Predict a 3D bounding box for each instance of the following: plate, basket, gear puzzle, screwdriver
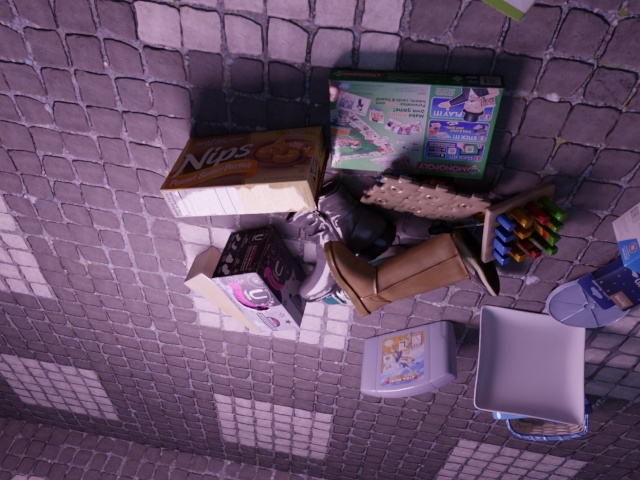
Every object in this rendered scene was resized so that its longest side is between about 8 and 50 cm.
[{"bbox_3d":[0.555,0.328,1.399,0.278,0.277,0.045,8,162,6],"label":"plate"},{"bbox_3d":[0.645,0.479,1.530,0.255,0.200,0.289,-10,172,23],"label":"basket"},{"bbox_3d":[0.270,-0.090,1.137,0.339,0.044,0.175,12,163,-11],"label":"gear puzzle"},{"bbox_3d":[0.315,-0.034,1.194,0.024,0.025,0.170,18,159,-36],"label":"screwdriver"}]

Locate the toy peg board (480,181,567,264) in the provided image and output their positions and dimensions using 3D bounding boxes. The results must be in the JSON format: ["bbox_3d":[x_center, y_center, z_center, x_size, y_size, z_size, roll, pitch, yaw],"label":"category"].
[{"bbox_3d":[0.438,-0.017,1.121,0.161,0.079,0.161,-22,136,-10],"label":"toy peg board"}]

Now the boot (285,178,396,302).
[{"bbox_3d":[0.000,0.000,1.291,0.223,0.118,0.338,35,122,-19],"label":"boot"}]

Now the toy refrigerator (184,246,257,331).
[{"bbox_3d":[-0.248,0.145,1.500,0.094,0.102,0.269,-27,126,35],"label":"toy refrigerator"}]

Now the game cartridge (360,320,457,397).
[{"bbox_3d":[0.251,0.354,1.533,0.297,0.198,0.062,-21,128,31],"label":"game cartridge"}]

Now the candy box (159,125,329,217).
[{"bbox_3d":[-0.152,-0.144,1.104,0.317,0.182,0.087,-2,135,16],"label":"candy box"}]

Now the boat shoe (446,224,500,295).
[{"bbox_3d":[0.363,0.055,1.277,0.074,0.080,0.223,-19,124,37],"label":"boat shoe"}]

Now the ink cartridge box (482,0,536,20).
[{"bbox_3d":[0.278,-0.469,0.716,0.189,0.097,0.255,24,135,-12],"label":"ink cartridge box"}]

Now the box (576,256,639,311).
[{"bbox_3d":[0.732,0.084,1.211,0.136,0.036,0.225,40,123,-21],"label":"box"}]

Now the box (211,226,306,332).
[{"bbox_3d":[-0.145,0.110,1.391,0.142,0.163,0.247,-10,133,26],"label":"box"}]

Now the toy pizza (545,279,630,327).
[{"bbox_3d":[0.681,0.154,1.335,0.202,0.032,0.201,8,138,7],"label":"toy pizza"}]

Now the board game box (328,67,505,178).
[{"bbox_3d":[0.177,-0.226,1.037,0.318,0.046,0.213,6,138,7],"label":"board game box"}]

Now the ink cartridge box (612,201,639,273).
[{"bbox_3d":[0.707,-0.045,1.037,0.078,0.134,0.231,24,137,-11],"label":"ink cartridge box"}]

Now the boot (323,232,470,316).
[{"bbox_3d":[0.171,0.044,1.189,0.270,0.089,0.236,-24,125,14],"label":"boot"}]

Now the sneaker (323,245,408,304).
[{"bbox_3d":[0.105,0.120,1.371,0.302,0.121,0.108,-29,123,36],"label":"sneaker"}]
